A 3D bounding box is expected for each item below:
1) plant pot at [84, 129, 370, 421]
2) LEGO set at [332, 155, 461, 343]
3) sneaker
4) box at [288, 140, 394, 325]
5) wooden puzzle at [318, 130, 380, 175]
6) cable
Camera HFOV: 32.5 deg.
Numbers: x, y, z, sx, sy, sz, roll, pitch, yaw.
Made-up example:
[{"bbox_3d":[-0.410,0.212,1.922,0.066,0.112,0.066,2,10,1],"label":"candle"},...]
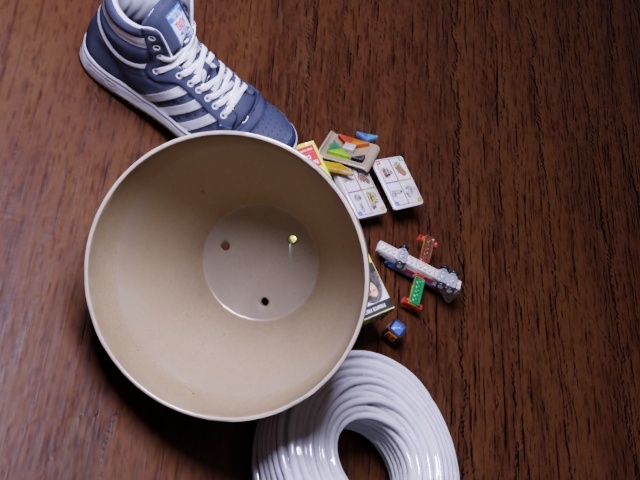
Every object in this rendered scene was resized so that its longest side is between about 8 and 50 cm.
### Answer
[{"bbox_3d":[-0.079,0.031,1.155,0.284,0.284,0.191,55,9,3],"label":"plant pot"},{"bbox_3d":[0.078,0.016,1.432,0.182,0.060,0.244,-14,69,-33],"label":"LEGO set"},{"bbox_3d":[-0.138,-0.195,1.260,0.282,0.153,0.099,29,56,-5],"label":"sneaker"},{"bbox_3d":[0.000,0.000,1.335,0.087,0.058,0.232,-21,76,-17],"label":"box"},{"bbox_3d":[0.039,-0.121,1.466,0.078,0.014,0.116,16,36,1],"label":"wooden puzzle"},{"bbox_3d":[0.046,0.248,1.210,0.257,0.089,0.257,43,45,-9],"label":"cable"}]
